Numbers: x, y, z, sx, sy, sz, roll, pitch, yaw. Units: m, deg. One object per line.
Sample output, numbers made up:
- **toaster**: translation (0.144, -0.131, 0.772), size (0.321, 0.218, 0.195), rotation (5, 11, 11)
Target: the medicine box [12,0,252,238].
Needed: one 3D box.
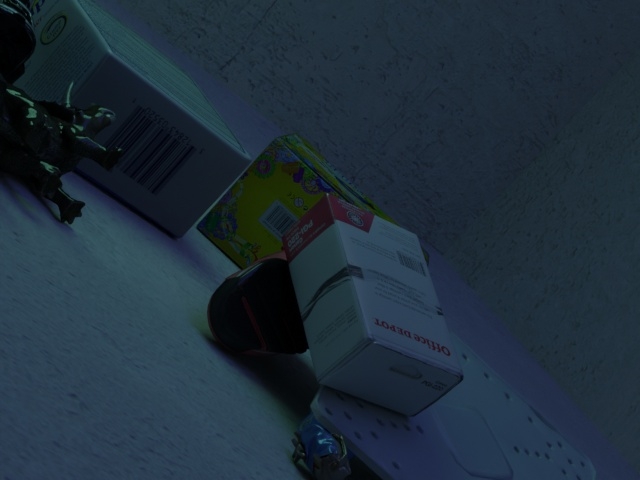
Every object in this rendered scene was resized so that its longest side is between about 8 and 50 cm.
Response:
- **medicine box**: translation (-0.269, -0.182, 1.860), size (0.263, 0.149, 0.289), rotation (36, 10, -40)

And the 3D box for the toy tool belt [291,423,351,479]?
- **toy tool belt**: translation (-0.004, 0.210, 1.445), size (0.051, 0.052, 0.083), rotation (48, 3, -37)

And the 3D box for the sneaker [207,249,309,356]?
- **sneaker**: translation (-0.063, 0.079, 1.711), size (0.314, 0.136, 0.116), rotation (-24, 95, -60)

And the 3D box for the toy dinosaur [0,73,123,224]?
- **toy dinosaur**: translation (-0.316, -0.113, 1.504), size (0.160, 0.121, 0.313), rotation (33, 8, 26)

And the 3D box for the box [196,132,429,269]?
- **box**: translation (0.000, 0.000, 2.120), size (0.290, 0.177, 0.279), rotation (42, 8, 0)

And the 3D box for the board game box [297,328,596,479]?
- **board game box**: translation (0.164, 0.250, 1.694), size (0.390, 0.050, 0.390), rotation (42, 24, -5)

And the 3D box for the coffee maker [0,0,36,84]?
- **coffee maker**: translation (-0.397, -0.253, 1.684), size (0.120, 0.171, 0.178), rotation (18, 38, -18)

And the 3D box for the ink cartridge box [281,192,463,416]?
- **ink cartridge box**: translation (0.057, 0.075, 1.616), size (0.158, 0.092, 0.218), rotation (24, 35, -37)
